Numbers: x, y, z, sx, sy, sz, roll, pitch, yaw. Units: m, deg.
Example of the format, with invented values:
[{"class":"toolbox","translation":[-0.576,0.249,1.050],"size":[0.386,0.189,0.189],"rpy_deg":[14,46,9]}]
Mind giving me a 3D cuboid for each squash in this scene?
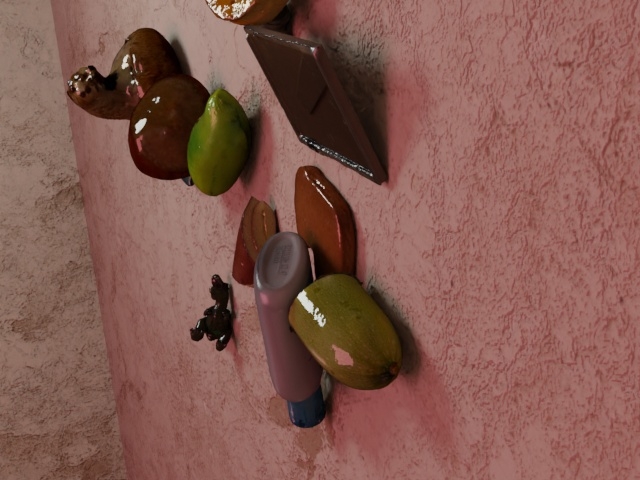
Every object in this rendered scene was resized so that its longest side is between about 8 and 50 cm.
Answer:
[{"class":"squash","translation":[0.047,0.133,1.323],"size":[0.187,0.123,0.123],"rpy_deg":[46,140,50]}]

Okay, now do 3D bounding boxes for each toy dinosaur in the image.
[{"class":"toy dinosaur","translation":[-0.207,0.146,2.088],"size":[0.179,0.087,0.187],"rpy_deg":[-64,-1,-60]}]

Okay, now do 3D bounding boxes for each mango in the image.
[{"class":"mango","translation":[-0.180,-0.178,1.764],"size":[0.125,0.111,0.233],"rpy_deg":[58,151,33]}]

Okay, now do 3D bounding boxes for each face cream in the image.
[{"class":"face cream","translation":[-0.040,0.157,1.511],"size":[0.163,0.080,0.337],"rpy_deg":[-80,-14,-51]}]

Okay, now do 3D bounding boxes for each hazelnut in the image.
[{"class":"hazelnut","translation":[-0.270,-0.211,1.912],"size":[0.186,0.210,0.210],"rpy_deg":[17,116,41]}]

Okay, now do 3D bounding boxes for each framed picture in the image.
[{"class":"framed picture","translation":[-0.016,-0.192,1.353],"size":[0.209,0.019,0.281],"rpy_deg":[62,167,-28]}]

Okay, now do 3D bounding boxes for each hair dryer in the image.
[{"class":"hair dryer","translation":[-0.063,-0.284,1.520],"size":[0.106,0.054,0.154],"rpy_deg":[114,137,-61]}]

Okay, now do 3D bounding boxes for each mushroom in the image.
[{"class":"mushroom","translation":[-0.398,-0.326,2.150],"size":[0.267,0.254,0.267],"rpy_deg":[-166,90,-87]}]

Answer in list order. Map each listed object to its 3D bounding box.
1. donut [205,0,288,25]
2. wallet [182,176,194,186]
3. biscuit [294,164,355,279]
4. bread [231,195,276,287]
[{"class":"donut","translation":[-0.096,-0.400,1.455],"size":[0.174,0.074,0.190],"rpy_deg":[-57,45,15]},{"class":"wallet","translation":[-0.286,-0.169,2.140],"size":[0.129,0.026,0.088],"rpy_deg":[-142,59,-63]},{"class":"biscuit","translation":[-0.001,0.000,1.487],"size":[0.192,0.036,0.186],"rpy_deg":[-126,32,-50]},{"class":"bread","translation":[-0.113,0.028,1.733],"size":[0.192,0.067,0.119],"rpy_deg":[102,151,-42]}]
